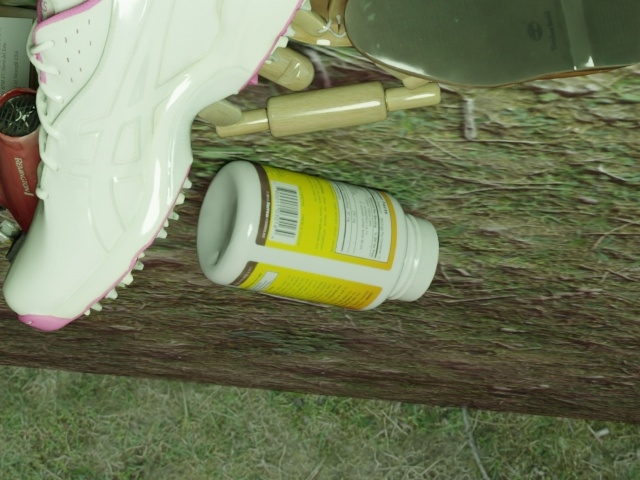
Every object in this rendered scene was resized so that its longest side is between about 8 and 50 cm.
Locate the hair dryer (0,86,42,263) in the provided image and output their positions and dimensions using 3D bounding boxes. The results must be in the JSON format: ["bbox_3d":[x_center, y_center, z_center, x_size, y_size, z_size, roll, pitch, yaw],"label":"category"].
[{"bbox_3d":[-0.236,-0.031,1.000,0.224,0.080,0.293,16,156,-29],"label":"hair dryer"}]

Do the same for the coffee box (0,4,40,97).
[{"bbox_3d":[-0.225,-0.102,1.074,0.247,0.098,0.141,7,163,-11],"label":"coffee box"}]

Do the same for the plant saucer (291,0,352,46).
[{"bbox_3d":[0.006,-0.153,0.981,0.083,0.015,0.083,3,165,1],"label":"plant saucer"}]

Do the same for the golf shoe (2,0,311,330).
[{"bbox_3d":[-0.124,-0.090,0.844,0.140,0.306,0.115,26,-164,-25],"label":"golf shoe"}]

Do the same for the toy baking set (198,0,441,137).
[{"bbox_3d":[-0.024,-0.128,0.970,0.256,0.030,0.196,-10,151,6],"label":"toy baking set"}]

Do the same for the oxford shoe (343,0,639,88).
[{"bbox_3d":[0.108,-0.126,0.916,0.212,0.076,0.076,1,173,-20],"label":"oxford shoe"}]

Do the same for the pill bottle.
[{"bbox_3d":[0.000,0.000,1.373,0.215,0.117,0.117,12,164,-26],"label":"pill bottle"}]
